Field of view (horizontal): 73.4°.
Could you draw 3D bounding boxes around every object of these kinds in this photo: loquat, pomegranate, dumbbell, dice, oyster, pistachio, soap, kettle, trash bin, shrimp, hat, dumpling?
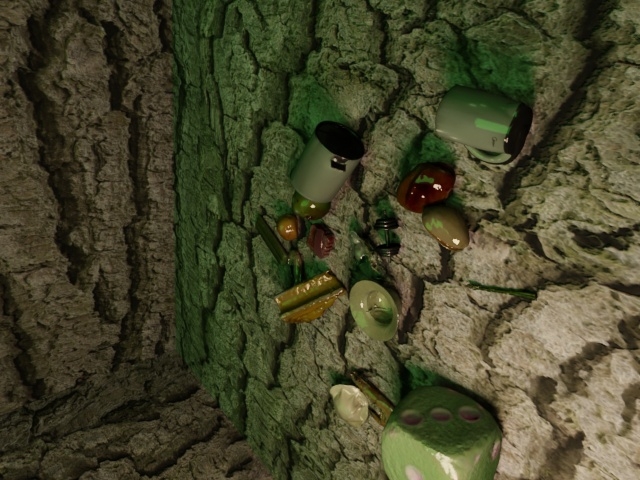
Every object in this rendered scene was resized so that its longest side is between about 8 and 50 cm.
[{"bbox_3d":[-0.160,-0.064,2.121,0.137,0.113,0.137,160,90,-81],"label":"loquat"},{"bbox_3d":[-0.038,-0.195,1.904,0.180,0.180,0.209,-8,66,50],"label":"pomegranate"},{"bbox_3d":[0.257,-0.015,1.653,0.099,0.099,0.208,4,106,49],"label":"dumbbell"},{"bbox_3d":[0.426,0.730,1.515,0.323,0.331,0.317,20,121,44],"label":"dice"},{"bbox_3d":[0.194,0.068,1.761,0.252,0.087,0.199,27,131,50],"label":"oyster"},{"bbox_3d":[0.420,-0.043,1.434,0.184,0.125,0.124,55,137,19],"label":"pistachio"},{"bbox_3d":[-0.012,0.284,2.109,0.339,0.304,0.169,-26,71,10],"label":"soap"},{"bbox_3d":[0.485,-0.327,1.264,0.237,0.161,0.221,30,151,38],"label":"kettle"},{"bbox_3d":[0.023,-0.313,1.739,0.262,0.218,0.277,126,153,-43],"label":"trash bin"},{"bbox_3d":[0.231,0.731,1.958,0.296,0.058,0.168,42,133,28],"label":"shrimp"},{"bbox_3d":[0.250,0.262,1.722,0.257,0.130,0.256,20,118,45],"label":"hat"},{"bbox_3d":[0.146,0.779,2.033,0.167,0.126,0.215,-26,71,23],"label":"dumpling"},{"bbox_3d":[-0.130,0.155,2.200,0.126,0.048,0.223,2,97,57],"label":"shrimp"}]

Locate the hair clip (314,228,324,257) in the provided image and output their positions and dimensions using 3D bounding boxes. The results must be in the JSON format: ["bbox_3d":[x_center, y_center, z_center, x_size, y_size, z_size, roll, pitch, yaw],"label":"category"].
[{"bbox_3d":[-0.004,0.015,1.939,0.054,0.022,0.137,23,119,47],"label":"hair clip"}]

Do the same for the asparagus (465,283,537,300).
[{"bbox_3d":[0.581,0.165,1.392,0.233,0.022,0.023,6,150,46],"label":"asparagus"}]

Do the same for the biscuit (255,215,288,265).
[{"bbox_3d":[-0.269,0.002,2.314,0.322,0.038,0.099,55,141,28],"label":"biscuit"}]

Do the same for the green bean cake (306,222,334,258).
[{"bbox_3d":[0.000,0.000,1.991,0.136,0.057,0.135,45,131,31],"label":"green bean cake"}]

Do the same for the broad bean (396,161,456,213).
[{"bbox_3d":[0.357,-0.181,1.469,0.156,0.122,0.228,41,144,-6],"label":"broad bean"}]
